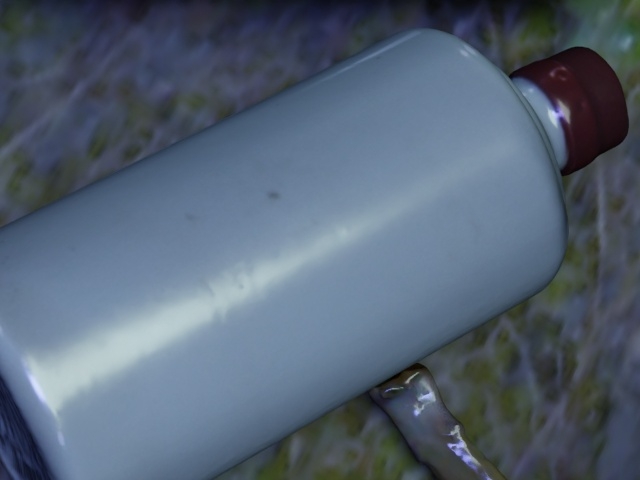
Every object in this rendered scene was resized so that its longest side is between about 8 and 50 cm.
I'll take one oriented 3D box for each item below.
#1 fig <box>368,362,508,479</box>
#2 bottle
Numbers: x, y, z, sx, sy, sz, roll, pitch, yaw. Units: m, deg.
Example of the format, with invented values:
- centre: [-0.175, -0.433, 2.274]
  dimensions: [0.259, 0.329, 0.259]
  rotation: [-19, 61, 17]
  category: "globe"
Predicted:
- centre: [0.116, 0.129, 0.561]
  dimensions: [0.160, 0.143, 0.231]
  rotation: [-4, 72, -51]
  category: "fig"
- centre: [0.000, 0.000, 0.562]
  dimensions: [0.245, 0.104, 0.104]
  rotation: [-29, 90, -21]
  category: "bottle"
